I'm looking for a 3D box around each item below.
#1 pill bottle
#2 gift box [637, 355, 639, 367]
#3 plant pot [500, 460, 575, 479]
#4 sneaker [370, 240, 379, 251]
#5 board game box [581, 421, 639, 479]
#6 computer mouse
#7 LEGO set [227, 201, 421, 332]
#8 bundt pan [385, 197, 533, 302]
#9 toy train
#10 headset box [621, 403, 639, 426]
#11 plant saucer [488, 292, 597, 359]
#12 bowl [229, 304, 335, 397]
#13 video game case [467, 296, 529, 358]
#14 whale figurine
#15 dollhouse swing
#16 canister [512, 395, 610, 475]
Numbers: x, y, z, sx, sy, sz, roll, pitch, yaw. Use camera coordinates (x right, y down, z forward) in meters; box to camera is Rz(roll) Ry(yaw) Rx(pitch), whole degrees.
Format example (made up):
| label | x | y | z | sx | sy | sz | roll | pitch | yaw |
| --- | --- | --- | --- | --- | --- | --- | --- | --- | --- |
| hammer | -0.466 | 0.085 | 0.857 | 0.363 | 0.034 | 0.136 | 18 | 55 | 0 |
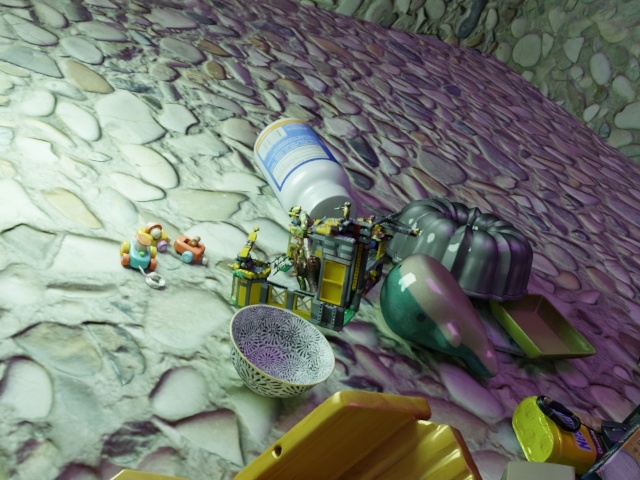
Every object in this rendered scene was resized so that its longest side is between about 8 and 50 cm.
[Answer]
| label | x | y | z | sx | sy | sz | roll | pitch | yaw |
| --- | --- | --- | --- | --- | --- | --- | --- | --- | --- |
| pill bottle | -0.029 | -0.129 | 1.663 | 0.152 | 0.152 | 0.272 | 7 | 35 | -35 |
| gift box | 0.923 | 0.229 | 1.811 | 0.258 | 0.255 | 0.276 | 35 | 35 | 18 |
| plant pot | 0.309 | 0.390 | 1.162 | 0.096 | 0.109 | 0.109 | 18 | 27 | 9 |
| sneaker | 0.081 | 0.010 | 1.635 | 0.059 | 0.053 | 0.144 | 43 | 32 | 22 |
| board game box | 0.553 | 0.428 | 1.254 | 0.165 | 0.042 | 0.243 | -28 | 73 | -31 |
| computer mouse | 0.475 | 0.313 | 1.342 | 0.242 | 0.041 | 0.071 | 24 | 31 | -13 |
| LEGO set | 0.000 | 0.000 | 1.372 | 0.255 | 0.192 | 0.331 | 20 | 25 | 26 |
| bundt pan | 0.308 | 0.003 | 1.697 | 0.330 | 0.124 | 0.331 | 16 | 18 | -5 |
| toy train | -0.262 | 0.012 | 1.333 | 0.125 | 0.046 | 0.166 | 32 | 28 | 7 |
| headset box | 0.723 | 0.320 | 1.514 | 0.293 | 0.218 | 0.110 | -2 | 42 | -44 |
| plant saucer | 0.451 | 0.185 | 1.640 | 0.188 | 0.045 | 0.188 | 5 | 35 | -37 |
| bowl | -0.071 | 0.181 | 1.185 | 0.170 | 0.080 | 0.170 | 21 | 29 | -13 |
| video game case | 0.380 | 0.181 | 1.654 | 0.143 | 0.019 | 0.157 | 17 | 29 | -21 |
| whale figurine | 0.218 | 0.154 | 1.469 | 0.272 | 0.141 | 0.216 | 47 | 17 | -15 |
| dollhouse swing | -0.024 | 0.317 | 0.805 | 0.305 | 0.315 | 0.347 | 35 | 21 | -34 |
| canister | 0.433 | 0.347 | 1.367 | 0.169 | 0.073 | 0.126 | 18 | 31 | -21 |
